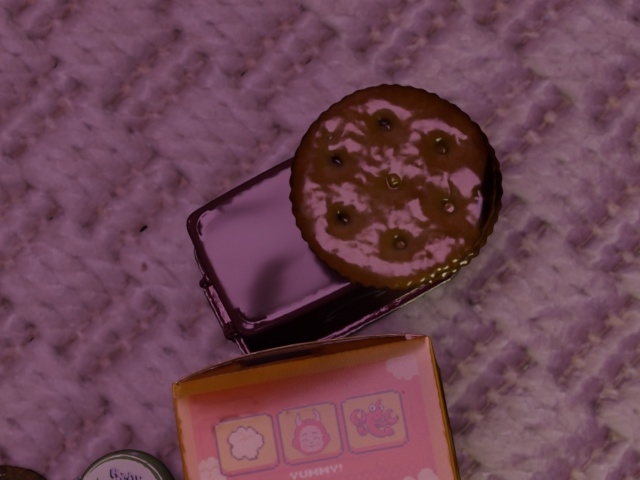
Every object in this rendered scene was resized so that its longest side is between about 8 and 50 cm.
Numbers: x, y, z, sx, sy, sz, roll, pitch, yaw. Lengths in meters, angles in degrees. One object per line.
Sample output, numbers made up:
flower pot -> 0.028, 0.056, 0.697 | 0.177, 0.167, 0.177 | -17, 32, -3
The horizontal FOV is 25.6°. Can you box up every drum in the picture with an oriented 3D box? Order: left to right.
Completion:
drum -> -0.211, 0.359, 1.561 | 0.130, 0.049, 0.253 | -4, 81, 6

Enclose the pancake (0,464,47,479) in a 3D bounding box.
pancake -> -0.372, 0.350, 1.594 | 0.199, 0.021, 0.199 | -2, 78, 8

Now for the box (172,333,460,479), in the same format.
box -> 0.010, 0.225, 1.443 | 0.260, 0.283, 0.213 | -12, 78, 4

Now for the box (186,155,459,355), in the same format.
box -> 0.000, 0.000, 1.554 | 0.294, 0.167, 0.193 | -28, 75, 0

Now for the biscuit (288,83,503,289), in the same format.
biscuit -> 0.076, -0.055, 1.437 | 0.221, 0.066, 0.220 | -1, 78, 5
